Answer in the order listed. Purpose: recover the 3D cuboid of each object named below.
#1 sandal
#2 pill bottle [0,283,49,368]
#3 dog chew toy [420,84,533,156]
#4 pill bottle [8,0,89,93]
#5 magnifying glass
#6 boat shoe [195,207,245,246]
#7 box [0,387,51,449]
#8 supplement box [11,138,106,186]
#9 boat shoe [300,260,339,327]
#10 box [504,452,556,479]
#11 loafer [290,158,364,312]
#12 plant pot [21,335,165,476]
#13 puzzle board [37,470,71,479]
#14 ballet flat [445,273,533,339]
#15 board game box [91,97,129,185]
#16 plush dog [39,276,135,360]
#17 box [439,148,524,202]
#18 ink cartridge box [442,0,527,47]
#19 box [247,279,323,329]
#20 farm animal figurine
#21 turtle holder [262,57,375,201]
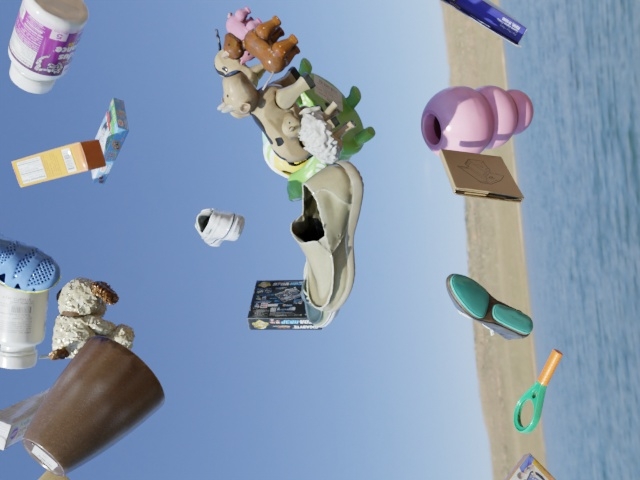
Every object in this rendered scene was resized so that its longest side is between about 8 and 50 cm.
[{"bbox_3d":[-0.816,0.032,1.507,0.126,0.318,0.138,-68,8,-23],"label":"sandal"},{"bbox_3d":[-0.844,0.236,1.671,0.131,0.131,0.229,0,-83,-71],"label":"pill bottle"},{"bbox_3d":[0.450,-0.341,1.658,0.207,0.332,0.206,164,90,-71],"label":"dog chew toy"},{"bbox_3d":[-0.794,-0.572,1.713,0.169,0.301,0.169,23,-136,-25],"label":"pill bottle"},{"bbox_3d":[0.546,0.379,1.489,0.092,0.026,0.230,-107,35,-74],"label":"magnifying glass"},{"bbox_3d":[-0.224,-0.039,1.252,0.076,0.226,0.083,23,-105,-21],"label":"boat shoe"},{"bbox_3d":[-0.719,0.435,1.495,0.324,0.067,0.063,7,-79,-86],"label":"box"},{"bbox_3d":[-0.676,-0.200,1.535,0.078,0.234,0.080,-39,-60,-65],"label":"supplement box"},{"bbox_3d":[-0.008,0.115,1.492,0.094,0.109,0.302,-25,-39,-32],"label":"boat shoe"},{"bbox_3d":[0.391,0.488,1.143,0.136,0.081,0.028,-37,-14,-29],"label":"box"},{"bbox_3d":[0.000,0.000,0.940,0.102,0.092,0.268,46,138,51],"label":"loafer"},{"bbox_3d":[-0.477,0.352,1.213,0.230,0.216,0.215,-50,-46,-43],"label":"plant pot"},{"bbox_3d":[-0.722,0.692,1.624,0.096,0.128,0.011,-47,-8,-18],"label":"puzzle board"},{"bbox_3d":[0.301,0.130,1.111,0.203,0.074,0.074,29,-138,-14],"label":"ballet flat"},{"bbox_3d":[-0.633,-0.295,1.773,0.039,0.211,0.160,12,-142,-35],"label":"board game box"},{"bbox_3d":[-0.679,0.217,1.679,0.211,0.263,0.225,12,-104,-65],"label":"plush dog"},{"bbox_3d":[0.383,-0.159,1.432,0.201,0.165,0.021,-91,9,-55],"label":"box"},{"bbox_3d":[0.381,-0.550,1.411,0.045,0.223,0.224,-58,9,29],"label":"ink cartridge box"},{"bbox_3d":[-0.096,0.190,1.773,0.175,0.221,0.051,-84,-9,-54],"label":"box"},{"bbox_3d":[-0.111,-0.279,1.156,0.326,0.172,0.330,51,177,-17],"label":"farm animal figurine"},{"bbox_3d":[-0.016,-0.238,1.406,0.243,0.227,0.320,1,-124,-48],"label":"turtle holder"}]
